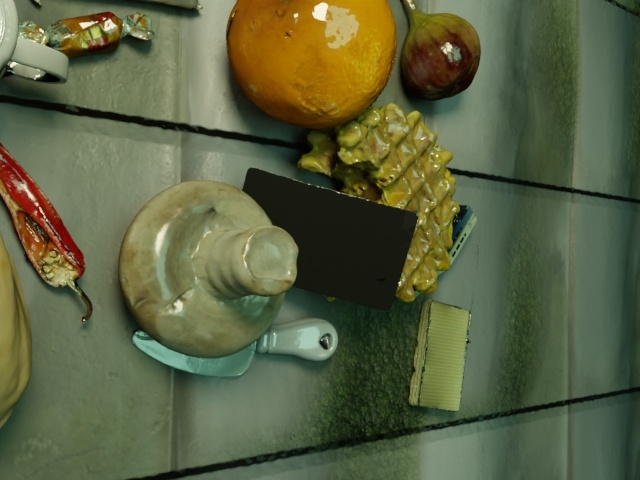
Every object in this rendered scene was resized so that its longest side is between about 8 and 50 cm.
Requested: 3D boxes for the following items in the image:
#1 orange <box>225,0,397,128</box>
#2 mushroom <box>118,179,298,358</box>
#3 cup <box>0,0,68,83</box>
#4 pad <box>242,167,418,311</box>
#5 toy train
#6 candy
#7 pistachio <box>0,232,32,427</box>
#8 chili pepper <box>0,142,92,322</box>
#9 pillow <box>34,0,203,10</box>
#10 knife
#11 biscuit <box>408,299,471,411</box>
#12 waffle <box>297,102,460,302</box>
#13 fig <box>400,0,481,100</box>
[{"bbox_3d":[-0.012,-0.284,0.922,0.246,0.246,0.246,0,89,-37],"label":"orange"},{"bbox_3d":[-0.132,0.037,0.843,0.243,0.243,0.244,0,89,-37],"label":"mushroom"},{"bbox_3d":[-0.388,-0.221,0.668,0.221,0.202,0.167,-29,109,-32],"label":"cup"},{"bbox_3d":[0.000,0.000,0.964,0.264,0.009,0.160,16,100,-1],"label":"pad"},{"bbox_3d":[0.219,0.031,1.214,0.051,0.052,0.234,50,62,-31],"label":"toy train"},{"bbox_3d":[-0.295,-0.270,0.834,0.182,0.046,0.053,-21,100,-33],"label":"candy"},{"bbox_3d":[-0.419,0.066,0.640,0.238,0.229,0.321,-52,133,-55],"label":"pistachio"},{"bbox_3d":[-0.348,-0.017,0.795,0.268,0.059,0.050,63,19,-15],"label":"chili pepper"},{"bbox_3d":[-0.274,-0.393,0.845,0.254,0.059,0.169,-9,92,-36],"label":"pillow"},{"bbox_3d":[-0.120,0.164,0.971,0.331,0.044,0.080,1,92,-31],"label":"knife"},{"bbox_3d":[0.230,0.221,1.227,0.121,0.040,0.200,16,79,-33],"label":"biscuit"},{"bbox_3d":[0.101,-0.060,1.064,0.261,0.151,0.324,-19,107,-37],"label":"waffle"},{"bbox_3d":[0.215,-0.370,1.163,0.160,0.143,0.231,20,68,-66],"label":"fig"}]
